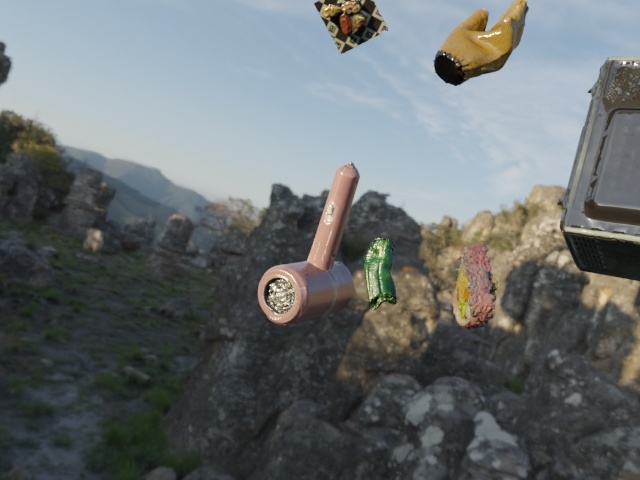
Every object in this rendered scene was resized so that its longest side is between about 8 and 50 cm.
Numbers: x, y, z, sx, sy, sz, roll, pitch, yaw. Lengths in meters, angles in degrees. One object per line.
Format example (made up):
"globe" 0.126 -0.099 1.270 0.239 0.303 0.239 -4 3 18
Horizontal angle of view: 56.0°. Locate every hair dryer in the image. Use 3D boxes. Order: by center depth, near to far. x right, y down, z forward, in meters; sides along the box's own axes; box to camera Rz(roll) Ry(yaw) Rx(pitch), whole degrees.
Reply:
"hair dryer" 0.000 0.000 1.265 0.125 0.353 0.210 22 13 29

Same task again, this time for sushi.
"sushi" 0.062 -0.470 1.271 0.120 0.126 0.026 -22 25 27
"sushi" 0.455 0.148 1.796 0.107 0.241 0.161 3 -29 -9

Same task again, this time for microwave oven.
"microwave oven" 0.595 -0.127 1.131 0.218 0.355 0.286 11 -12 35

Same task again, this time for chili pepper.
"chili pepper" 0.176 0.099 1.765 0.097 0.225 0.061 2 -22 2

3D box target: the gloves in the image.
"gloves" 0.511 -0.617 1.876 0.203 0.356 0.155 44 -7 43
